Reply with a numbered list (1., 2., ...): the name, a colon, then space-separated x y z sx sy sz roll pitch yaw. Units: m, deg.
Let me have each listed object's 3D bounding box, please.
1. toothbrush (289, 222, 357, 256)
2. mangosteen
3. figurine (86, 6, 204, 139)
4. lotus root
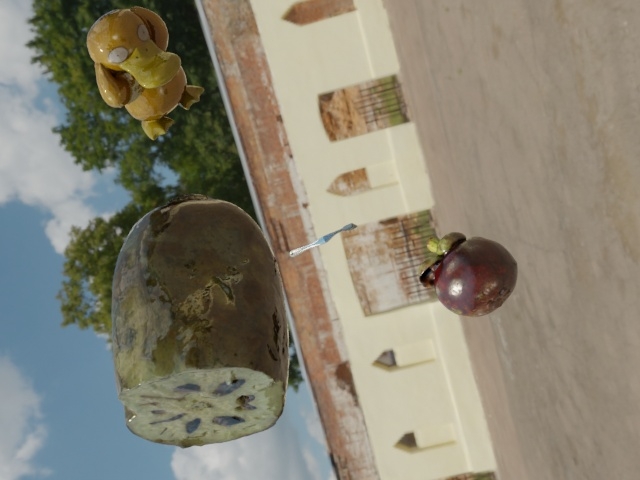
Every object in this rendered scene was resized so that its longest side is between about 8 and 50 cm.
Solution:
1. toothbrush: 0.000 0.000 1.105 0.017 0.162 0.014 10 -116 -47
2. mangosteen: 0.261 0.044 1.119 0.181 0.156 0.146 66 146 23
3. figurine: -0.366 -0.348 1.292 0.228 0.215 0.215 97 162 -70
4. lotus root: -0.170 0.094 0.887 0.250 0.250 0.346 68 -175 -52
